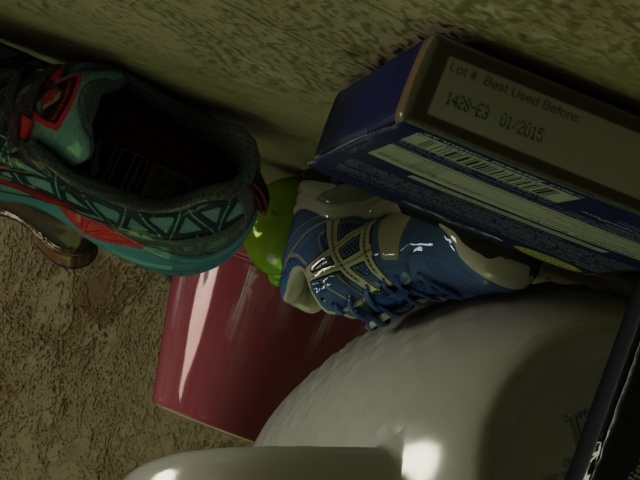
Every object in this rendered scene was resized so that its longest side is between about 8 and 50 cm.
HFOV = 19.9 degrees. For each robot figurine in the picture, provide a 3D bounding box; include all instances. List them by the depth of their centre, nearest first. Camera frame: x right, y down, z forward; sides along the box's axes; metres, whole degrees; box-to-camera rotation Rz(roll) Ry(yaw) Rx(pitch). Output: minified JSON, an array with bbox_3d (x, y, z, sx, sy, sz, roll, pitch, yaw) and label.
[{"bbox_3d":[0.000,0.000,1.158,0.115,0.067,0.101,24,165,-34],"label":"robot figurine"}]

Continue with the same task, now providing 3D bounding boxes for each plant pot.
[{"bbox_3d":[-0.040,0.064,1.409,0.201,0.180,0.201,21,176,2],"label":"plant pot"}]

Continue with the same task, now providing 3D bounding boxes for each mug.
[{"bbox_3d":[0.068,0.158,1.053,0.374,0.276,0.328,3,165,-14],"label":"mug"}]

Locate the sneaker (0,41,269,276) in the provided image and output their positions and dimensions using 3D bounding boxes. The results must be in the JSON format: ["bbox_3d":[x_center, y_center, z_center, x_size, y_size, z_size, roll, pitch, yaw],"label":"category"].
[{"bbox_3d":[-0.147,-0.069,0.962,0.262,0.104,0.125,17,159,-12],"label":"sneaker"}]

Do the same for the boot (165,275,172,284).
[{"bbox_3d":[-0.166,0.002,1.919,0.229,0.091,0.263,27,173,31],"label":"boot"}]

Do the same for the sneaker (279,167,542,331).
[{"bbox_3d":[0.047,0.014,1.015,0.080,0.081,0.211,24,173,-28],"label":"sneaker"}]

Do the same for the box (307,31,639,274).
[{"bbox_3d":[0.075,-0.025,0.679,0.136,0.036,0.225,21,175,-8],"label":"box"}]

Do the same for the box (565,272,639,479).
[{"bbox_3d":[0.214,0.092,0.748,0.207,0.153,0.108,21,177,7],"label":"box"}]

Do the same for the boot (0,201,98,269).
[{"bbox_3d":[-0.319,-0.070,1.933,0.219,0.082,0.106,35,146,14],"label":"boot"}]
